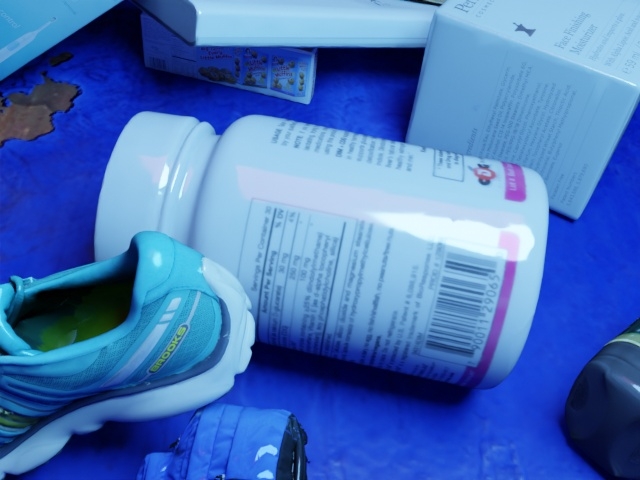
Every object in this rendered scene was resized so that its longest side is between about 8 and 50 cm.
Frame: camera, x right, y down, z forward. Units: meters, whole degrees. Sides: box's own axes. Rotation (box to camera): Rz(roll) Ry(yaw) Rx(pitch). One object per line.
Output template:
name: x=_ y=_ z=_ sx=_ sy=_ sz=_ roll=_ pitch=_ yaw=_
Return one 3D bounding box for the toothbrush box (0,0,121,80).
toothbrush box: x=-0.268 y=-0.299 z=0.720 sx=0.296 sy=0.126 sz=0.216 roll=-27 pitch=49 yaw=11

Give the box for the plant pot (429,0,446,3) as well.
plant pot: x=0.087 y=-0.319 z=0.887 sx=0.237 sy=0.032 sz=0.236 roll=13 pitch=27 yaw=-6

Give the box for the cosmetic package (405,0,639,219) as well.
cosmetic package: x=0.201 y=-0.148 z=0.716 sx=0.184 sy=0.151 sz=0.151 roll=26 pitch=48 yaw=16

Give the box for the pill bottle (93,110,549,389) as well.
pill bottle: x=0.000 y=0.000 z=0.543 sx=0.283 sy=0.160 sz=0.160 roll=12 pitch=47 yaw=3

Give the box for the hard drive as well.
hard drive: x=-0.028 y=-0.245 z=0.785 sx=0.308 sy=0.040 sz=0.203 roll=-9 pitch=35 yaw=-32

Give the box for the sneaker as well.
sneaker: x=-0.176 y=0.064 z=0.449 sx=0.275 sy=0.110 sz=0.107 roll=-23 pitch=51 yaw=13

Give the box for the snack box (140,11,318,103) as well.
snack box: x=-0.092 y=-0.187 z=0.772 sx=0.178 sy=0.064 sz=0.022 roll=14 pitch=48 yaw=5

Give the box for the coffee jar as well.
coffee jar: x=0.256 y=0.086 z=0.543 sx=0.184 sy=0.096 sz=0.079 roll=-29 pitch=54 yaw=-31

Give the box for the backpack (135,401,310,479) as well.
backpack: x=-0.056 y=0.152 z=0.436 sx=0.101 sy=0.097 sz=0.120 roll=9 pitch=47 yaw=6
